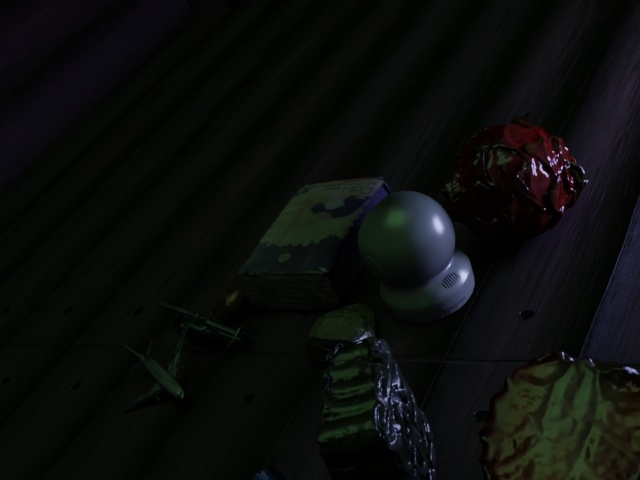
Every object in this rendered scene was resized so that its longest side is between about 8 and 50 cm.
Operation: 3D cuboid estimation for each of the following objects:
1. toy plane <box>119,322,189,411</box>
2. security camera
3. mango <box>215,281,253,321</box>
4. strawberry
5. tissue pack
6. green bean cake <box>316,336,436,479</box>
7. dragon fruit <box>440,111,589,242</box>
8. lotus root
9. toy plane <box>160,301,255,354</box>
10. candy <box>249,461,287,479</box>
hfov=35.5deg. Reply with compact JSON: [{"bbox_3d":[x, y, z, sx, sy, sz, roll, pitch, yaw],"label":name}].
[{"bbox_3d":[-0.330,0.277,2.062,0.226,0.058,0.226,31,82,43],"label":"toy plane"},{"bbox_3d":[0.177,0.019,1.920,0.194,0.236,0.194,-19,33,13],"label":"security camera"},{"bbox_3d":[-0.181,0.126,2.203,0.127,0.063,0.077,-42,25,-28],"label":"mango"},{"bbox_3d":[0.356,0.322,1.410,0.265,0.149,0.336,5,51,32],"label":"strawberry"},{"bbox_3d":[0.000,0.000,2.196,0.242,0.125,0.343,-4,36,34],"label":"tissue pack"},{"bbox_3d":[0.086,0.301,1.529,0.132,0.255,0.241,-15,27,14],"label":"green bean cake"},{"bbox_3d":[0.373,-0.117,1.974,0.299,0.244,0.244,-16,26,-19],"label":"dragon fruit"},{"bbox_3d":[0.047,0.171,1.944,0.143,0.070,0.144,-8,34,28],"label":"lotus root"},{"bbox_3d":[-0.234,0.190,2.116,0.235,0.096,0.060,16,50,26],"label":"toy plane"},{"bbox_3d":[-0.115,0.439,1.682,0.136,0.038,0.088,-43,29,-10],"label":"candy"}]
